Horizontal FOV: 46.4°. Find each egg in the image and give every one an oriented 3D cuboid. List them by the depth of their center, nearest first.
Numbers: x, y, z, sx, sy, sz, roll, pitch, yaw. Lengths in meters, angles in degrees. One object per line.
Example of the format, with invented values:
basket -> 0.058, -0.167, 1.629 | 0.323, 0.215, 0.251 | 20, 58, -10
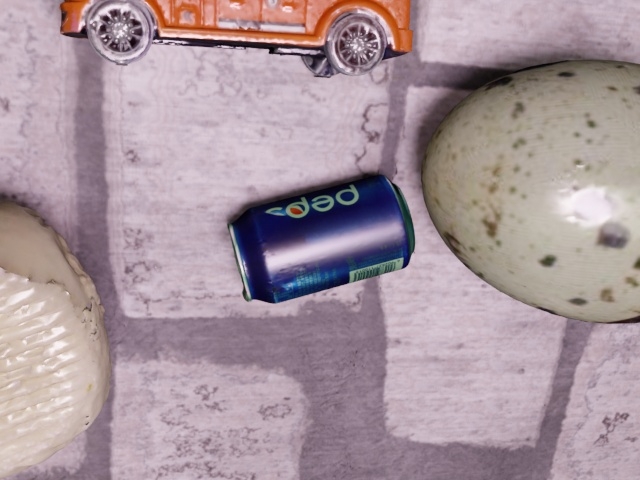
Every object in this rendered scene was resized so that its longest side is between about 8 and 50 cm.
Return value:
egg -> 0.297, -0.056, 0.822 | 0.379, 0.287, 0.287 | 18, 107, -12

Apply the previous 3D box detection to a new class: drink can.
drink can -> 0.000, 0.000, 0.864 | 0.205, 0.118, 0.118 | -15, 115, -9

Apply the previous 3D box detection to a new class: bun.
bun -> -0.392, 0.083, 0.756 | 0.360, 0.211, 0.359 | -11, 125, -16

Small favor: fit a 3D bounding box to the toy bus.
toy bus -> -0.082, -0.241, 0.731 | 0.329, 0.143, 0.153 | -1, 103, -13
